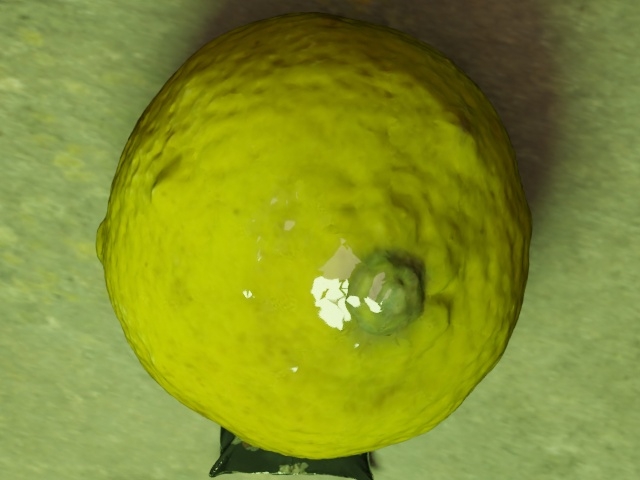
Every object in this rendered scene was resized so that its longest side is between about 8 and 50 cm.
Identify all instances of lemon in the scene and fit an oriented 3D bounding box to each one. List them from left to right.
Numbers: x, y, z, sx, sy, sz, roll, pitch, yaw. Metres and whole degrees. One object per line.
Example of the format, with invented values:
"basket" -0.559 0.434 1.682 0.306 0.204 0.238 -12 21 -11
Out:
"lemon" 0.000 0.000 1.404 0.349 0.387 0.350 -5 110 -15

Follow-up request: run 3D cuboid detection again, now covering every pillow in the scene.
"pillow" -0.024 0.170 1.602 0.150 0.048 0.090 1 109 1
